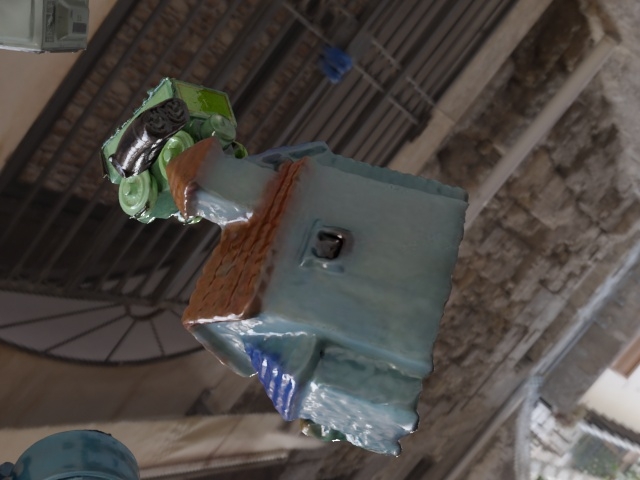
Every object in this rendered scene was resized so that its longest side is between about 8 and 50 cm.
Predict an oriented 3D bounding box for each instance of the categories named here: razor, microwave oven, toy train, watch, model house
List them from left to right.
[{"bbox_3d":[-0.537,-0.416,1.475,0.162,0.122,0.208,9,-165,4],"label":"microwave oven"},{"bbox_3d":[-0.316,0.322,0.963,0.211,0.193,0.210,163,90,-78],"label":"watch"},{"bbox_3d":[-0.251,-0.150,1.155,0.090,0.148,0.054,-38,-88,-40],"label":"razor"},{"bbox_3d":[-0.247,-0.143,1.350,0.159,0.272,0.188,5,-123,-47],"label":"toy train"},{"bbox_3d":[-0.034,0.043,0.867,0.330,0.294,0.251,20,150,-1],"label":"model house"}]
